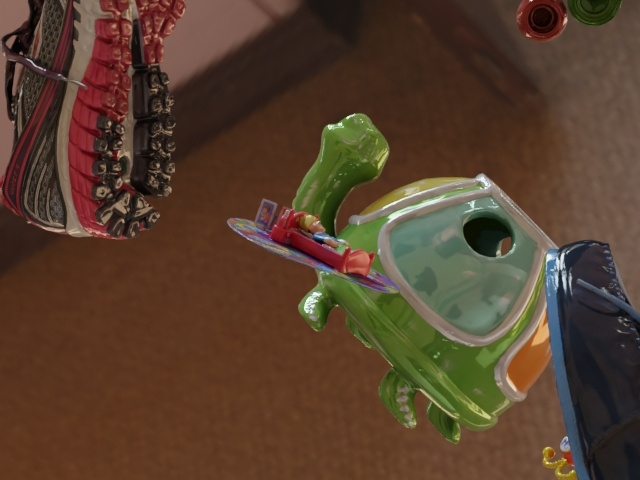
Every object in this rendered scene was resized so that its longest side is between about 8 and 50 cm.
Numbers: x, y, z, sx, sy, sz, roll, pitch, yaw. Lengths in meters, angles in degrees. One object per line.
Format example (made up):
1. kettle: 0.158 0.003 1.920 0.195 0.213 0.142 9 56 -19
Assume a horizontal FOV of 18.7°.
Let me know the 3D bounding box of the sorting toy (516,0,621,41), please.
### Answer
1. sorting toy: 0.235 -0.230 1.855 0.102 0.061 0.042 -18 14 8

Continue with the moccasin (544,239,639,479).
1. moccasin: 0.226 0.145 1.243 0.116 0.138 0.342 -17 57 10

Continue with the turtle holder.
1. turtle holder: 0.116 0.036 2.007 0.227 0.243 0.320 -45 48 8

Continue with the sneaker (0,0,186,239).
1. sneaker: -0.169 -0.153 1.360 0.112 0.121 0.299 5 87 31

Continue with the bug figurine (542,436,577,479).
1. bug figurine: 0.274 0.241 1.479 0.072 0.216 0.279 -35 15 -5

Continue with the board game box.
1. board game box: 0.000 0.000 1.750 0.133 0.168 0.033 -125 56 -76
